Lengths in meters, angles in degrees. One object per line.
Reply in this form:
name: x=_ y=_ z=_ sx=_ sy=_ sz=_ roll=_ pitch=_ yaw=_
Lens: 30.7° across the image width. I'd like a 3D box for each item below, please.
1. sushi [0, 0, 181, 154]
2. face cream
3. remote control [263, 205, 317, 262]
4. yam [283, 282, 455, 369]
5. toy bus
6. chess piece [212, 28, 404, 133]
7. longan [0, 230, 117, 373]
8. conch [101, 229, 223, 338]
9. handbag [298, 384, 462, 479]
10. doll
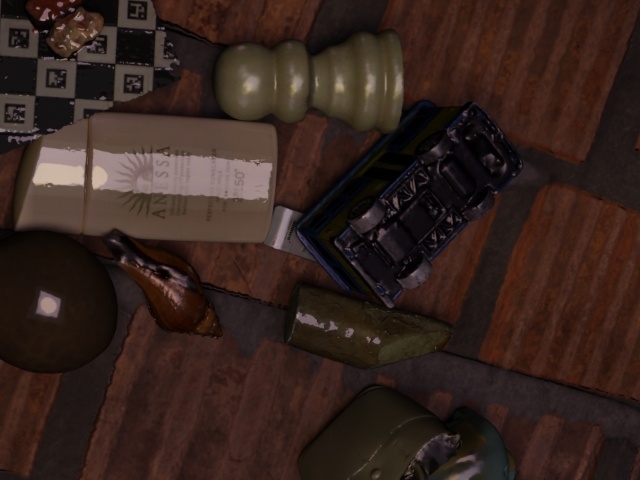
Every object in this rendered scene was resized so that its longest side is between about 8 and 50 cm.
sushi: x=-0.344 y=-0.293 z=1.492 sx=0.264 sy=0.050 sz=0.290 roll=-23 pitch=92 yaw=-10
face cream: x=-0.236 y=-0.087 z=1.587 sx=0.348 sy=0.081 sz=0.174 roll=3 pitch=102 yaw=-17
remote control: x=0.000 y=0.000 z=1.700 sx=0.166 sy=0.029 sz=0.065 roll=19 pitch=90 yaw=-23
yam: x=0.070 y=0.137 z=1.712 sx=0.259 sy=0.106 sz=0.106 roll=17 pitch=96 yaw=-17
toy bus: x=0.124 y=-0.058 z=1.631 sx=0.287 sy=0.175 sz=0.138 roll=-45 pitch=110 yaw=-11
chess piece: x=-0.022 y=-0.216 z=1.599 sx=0.251 sy=0.144 sz=0.144 roll=-2 pitch=102 yaw=-10
longan: x=-0.367 y=0.079 z=1.531 sx=0.212 sy=0.198 sz=0.198 roll=27 pitch=93 yaw=-2
conch: x=-0.205 y=0.067 z=1.611 sx=0.086 sy=0.080 sz=0.233 roll=-45 pitch=133 yaw=-26
handbag: x=0.090 y=0.338 z=1.644 sx=0.241 sy=0.315 sz=0.109 roll=-47 pitch=111 yaw=-2
doll: x=0.245 y=0.409 z=1.785 sx=0.177 sy=0.161 sz=0.261 roll=-30 pitch=105 yaw=-9
